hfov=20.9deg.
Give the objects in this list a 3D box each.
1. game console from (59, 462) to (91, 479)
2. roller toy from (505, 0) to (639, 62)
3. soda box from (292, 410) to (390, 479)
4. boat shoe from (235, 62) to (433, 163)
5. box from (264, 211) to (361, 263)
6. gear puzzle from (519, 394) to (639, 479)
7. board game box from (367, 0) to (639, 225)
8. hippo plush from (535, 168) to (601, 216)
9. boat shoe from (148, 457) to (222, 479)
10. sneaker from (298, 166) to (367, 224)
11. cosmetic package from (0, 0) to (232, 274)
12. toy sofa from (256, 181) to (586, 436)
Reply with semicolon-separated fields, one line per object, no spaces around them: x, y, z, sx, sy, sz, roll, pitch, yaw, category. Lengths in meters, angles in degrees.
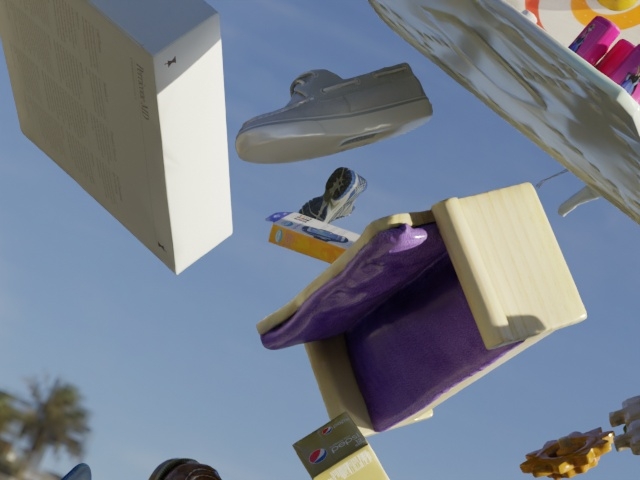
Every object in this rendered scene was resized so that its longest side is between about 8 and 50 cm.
-0.278;0.446;1.964;0.173;0.293;0.250;-16;33;-31;game console
0.224;-0.236;1.366;0.191;0.146;0.209;-10;-36;6;roller toy
0.044;0.240;1.527;0.181;0.058;0.061;62;-6;-30;soda box
0.007;-0.107;1.391;0.184;0.063;0.066;-15;-11;-27;boat shoe
0.000;0.000;2.074;0.136;0.028;0.081;17;15;15;box
0.336;0.157;1.493;0.339;0.044;0.175;-18;7;9;gear puzzle
0.149;-0.166;1.424;0.390;0.050;0.390;42;-1;25;board game box
0.474;-0.096;2.411;0.236;0.294;0.234;53;8;32;hippo plush
-0.096;0.346;1.535;0.111;0.307;0.104;3;-8;-43;boat shoe
0.020;-0.046;2.518;0.058;0.135;0.052;14;39;-45;sneaker
-0.225;-0.173;1.862;0.284;0.097;0.377;43;-25;25;cosmetic package
0.087;0.087;1.741;0.177;0.150;0.362;-13;-15;-29;toy sofa
